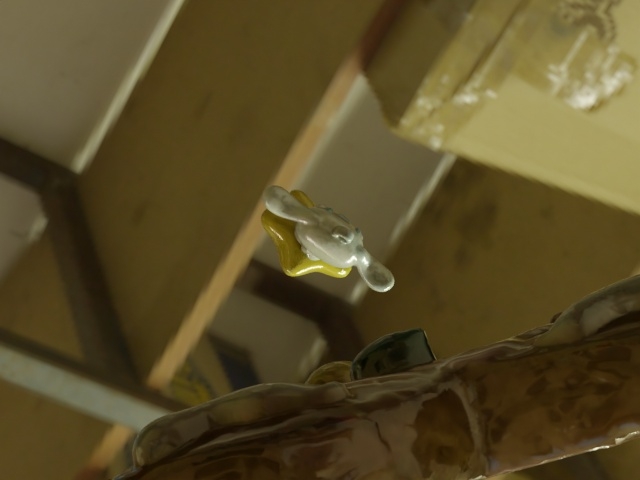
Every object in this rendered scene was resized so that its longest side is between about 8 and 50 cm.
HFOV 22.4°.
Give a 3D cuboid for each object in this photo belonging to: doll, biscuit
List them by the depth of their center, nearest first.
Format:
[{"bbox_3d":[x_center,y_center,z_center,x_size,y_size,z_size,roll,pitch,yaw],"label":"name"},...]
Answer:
[{"bbox_3d":[0.011,0.086,0.706,0.432,0.283,0.064,127,-52,-77],"label":"biscuit"},{"bbox_3d":[-0.006,-0.005,1.418,0.113,0.135,0.071,19,-109,49],"label":"doll"}]
